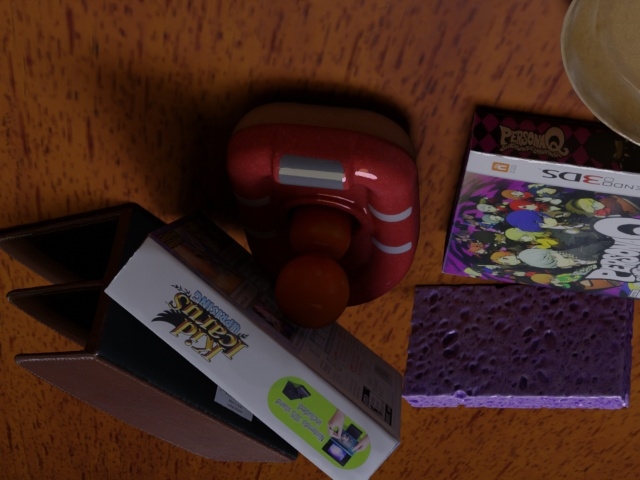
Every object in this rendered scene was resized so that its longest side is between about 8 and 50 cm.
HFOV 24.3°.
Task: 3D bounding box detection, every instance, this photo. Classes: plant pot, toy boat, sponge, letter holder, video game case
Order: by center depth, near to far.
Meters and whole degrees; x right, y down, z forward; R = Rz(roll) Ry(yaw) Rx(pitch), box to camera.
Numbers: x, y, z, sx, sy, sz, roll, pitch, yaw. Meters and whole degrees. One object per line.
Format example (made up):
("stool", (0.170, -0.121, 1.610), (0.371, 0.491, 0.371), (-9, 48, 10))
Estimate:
("plant pot", (0.271, -0.125, 0.937), (0.236, 0.032, 0.236), (10, 148, 6))
("toy boat", (0.000, 0.000, 1.194), (0.151, 0.151, 0.231), (6, 155, 8))
("video game case", (0.213, -0.021, 1.204), (0.210, 0.042, 0.232), (8, 156, 2))
("video game case", (-0.044, 0.081, 1.229), (0.244, 0.061, 0.269), (40, -174, -1))
("sponge", (0.183, 0.097, 1.381), (0.210, 0.117, 0.031), (-3, 151, 25))
("letter holder", (-0.181, 0.107, 1.499), (0.214, 0.152, 0.302), (-7, 151, 37))
